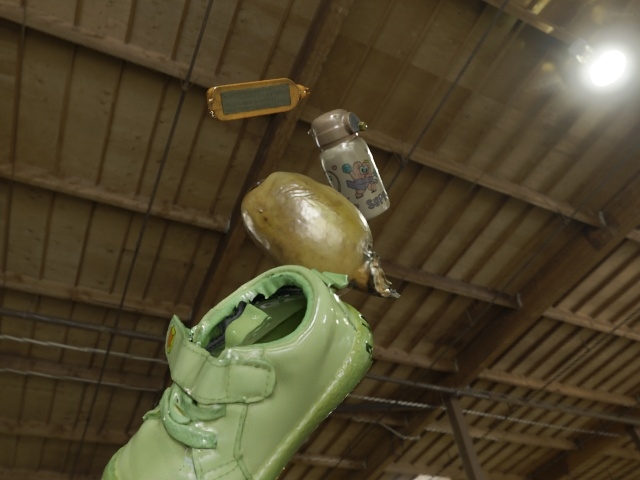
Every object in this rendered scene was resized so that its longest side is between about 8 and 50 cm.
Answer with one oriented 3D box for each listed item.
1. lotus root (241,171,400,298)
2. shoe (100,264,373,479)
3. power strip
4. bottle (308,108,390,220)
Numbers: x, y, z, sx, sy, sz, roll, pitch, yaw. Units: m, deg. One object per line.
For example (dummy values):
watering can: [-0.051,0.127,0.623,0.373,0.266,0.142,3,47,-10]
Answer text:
lotus root: [0.000,0.000,0.601,0.125,0.221,0.118,-42,-22,-25]
shoe: [-0.074,0.121,0.432,0.262,0.140,0.128,-35,-69,-22]
power strip: [-0.091,-0.215,0.772,0.178,0.028,0.049,-18,-68,-31]
bottle: [0.056,-0.142,0.958,0.110,0.097,0.209,-14,-73,34]
